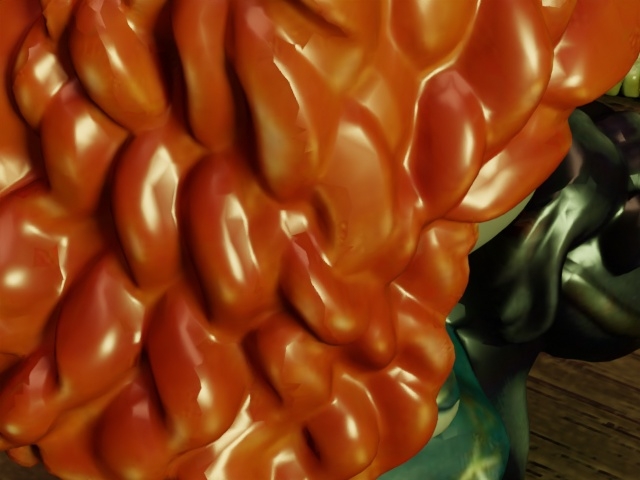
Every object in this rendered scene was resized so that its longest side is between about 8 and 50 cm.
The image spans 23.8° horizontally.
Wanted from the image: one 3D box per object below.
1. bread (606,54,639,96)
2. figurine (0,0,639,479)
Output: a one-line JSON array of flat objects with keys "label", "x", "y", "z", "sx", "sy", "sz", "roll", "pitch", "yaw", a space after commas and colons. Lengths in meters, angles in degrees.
[{"label": "bread", "x": 0.215, "y": -0.111, "z": 0.974, "sx": 0.088, "sy": 0.033, "sz": 0.049, "roll": -4, "pitch": 53, "yaw": 5}, {"label": "figurine", "x": 0.009, "y": 0.003, "z": 0.559, "sx": 0.306, "sy": 0.412, "sz": 0.241, "roll": -35, "pitch": 46, "yaw": 7}]
